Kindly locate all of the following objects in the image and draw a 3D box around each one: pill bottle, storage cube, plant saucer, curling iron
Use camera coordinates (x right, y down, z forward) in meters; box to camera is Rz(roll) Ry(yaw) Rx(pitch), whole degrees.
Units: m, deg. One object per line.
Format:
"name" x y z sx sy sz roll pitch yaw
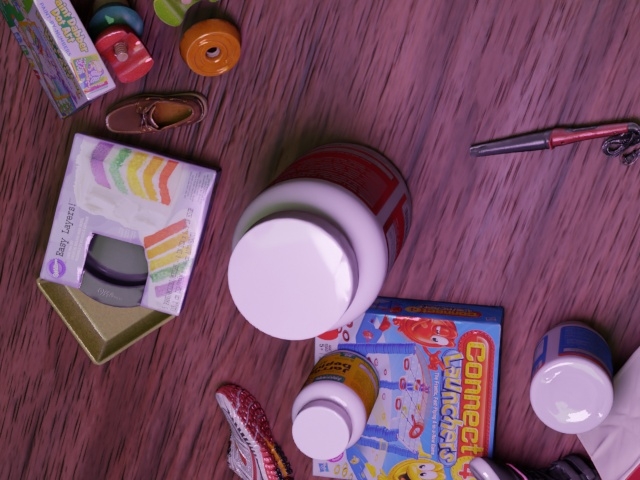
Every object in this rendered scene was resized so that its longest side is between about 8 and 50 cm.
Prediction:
"pill bottle" 0.020 0.258 1.904 0.118 0.208 0.117 3 106 12
"storage cube" 0.537 0.311 1.880 0.193 0.183 0.215 29 110 -22
"pill bottle" 0.390 0.201 1.892 0.124 0.221 0.124 4 107 12
"pill bottle" 0.000 0.000 1.821 0.229 0.407 0.229 3 106 12
"plant saucer" -0.365 0.093 2.120 0.188 0.045 0.188 -33 96 19
"curling iron" 0.368 -0.145 1.896 0.274 0.035 0.068 -2 105 13

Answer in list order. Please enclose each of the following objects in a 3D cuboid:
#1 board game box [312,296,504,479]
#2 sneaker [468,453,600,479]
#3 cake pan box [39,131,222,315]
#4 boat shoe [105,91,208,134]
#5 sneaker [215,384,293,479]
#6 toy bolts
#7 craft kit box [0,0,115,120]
"board game box" 0.144 0.254 2.033 0.302 0.086 0.308 4 106 12
"sneaker" 0.356 0.386 1.970 0.147 0.104 0.296 -46 128 1
"cake pan box" -0.316 -0.024 2.026 0.246 0.070 0.266 17 98 0
"boat shoe" -0.275 -0.208 2.006 0.178 0.060 0.064 -7 104 14
"sneaker" -0.133 0.356 2.123 0.093 0.088 0.225 -20 100 18
"toy bolts" -0.255 -0.359 1.948 0.228 0.158 0.218 -28 139 8
"craft kit box" -0.425 -0.322 1.921 0.061 0.247 0.250 -31 99 -22
